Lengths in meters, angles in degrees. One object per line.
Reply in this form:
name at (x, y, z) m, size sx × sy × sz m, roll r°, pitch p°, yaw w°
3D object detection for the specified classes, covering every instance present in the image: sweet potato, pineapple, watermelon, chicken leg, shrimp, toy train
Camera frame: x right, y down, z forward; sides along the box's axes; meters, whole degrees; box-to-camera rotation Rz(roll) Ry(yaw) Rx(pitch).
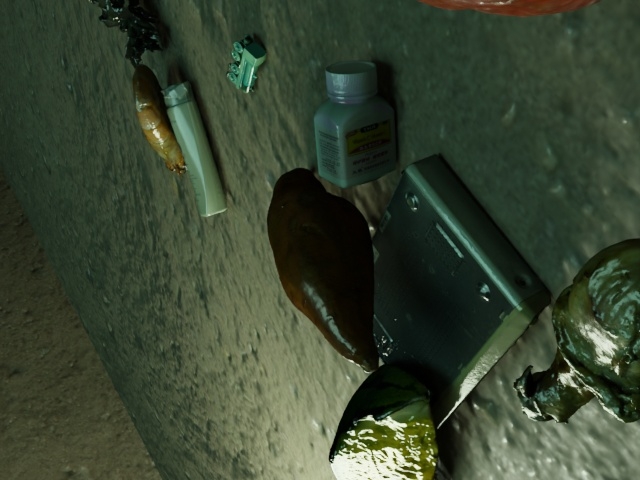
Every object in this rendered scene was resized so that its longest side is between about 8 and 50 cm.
sweet potato at (0.000, 0.003, 0.850) m, size 0.359 × 0.112 × 0.112 m, roll -112°, pitch 20°, yaw -48°
pineapple at (-0.337, -0.397, 1.278) m, size 0.251 × 0.125 × 0.125 m, roll 57°, pitch 151°, yaw 10°
watermelon at (0.087, 0.240, 0.924) m, size 0.129 × 0.123 × 0.301 m, roll 19°, pitch 143°, yaw 24°
chicken leg at (0.218, 0.090, 0.617) m, size 0.103 × 0.088 × 0.227 m, roll 40°, pitch 140°, yaw 23°
shrimp at (-0.264, -0.194, 1.310) m, size 0.236 × 0.053 × 0.133 m, roll 71°, pitch 179°, yaw -56°
toy train at (-0.096, -0.229, 1.037) m, size 0.045 × 0.029 × 0.092 m, roll 45°, pitch 152°, yaw 11°

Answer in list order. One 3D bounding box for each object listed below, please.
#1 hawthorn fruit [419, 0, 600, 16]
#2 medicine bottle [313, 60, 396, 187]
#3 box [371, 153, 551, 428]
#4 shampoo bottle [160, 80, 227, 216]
hawthorn fruit at (0.088, -0.227, 0.433) m, size 0.242 × 0.272 × 0.241 m, roll 39°, pitch 147°, yaw 32°
medicine bottle at (0.035, -0.121, 0.817) m, size 0.055 × 0.074 × 0.117 m, roll 32°, pitch 135°, yaw 50°
box at (0.113, 0.061, 0.835) m, size 0.210 × 0.045 × 0.270 m, roll 56°, pitch 150°, yaw 22°
shampoo bottle at (-0.199, -0.144, 1.259) m, size 0.072 × 0.049 × 0.212 m, roll -170°, pitch 62°, yaw -74°
